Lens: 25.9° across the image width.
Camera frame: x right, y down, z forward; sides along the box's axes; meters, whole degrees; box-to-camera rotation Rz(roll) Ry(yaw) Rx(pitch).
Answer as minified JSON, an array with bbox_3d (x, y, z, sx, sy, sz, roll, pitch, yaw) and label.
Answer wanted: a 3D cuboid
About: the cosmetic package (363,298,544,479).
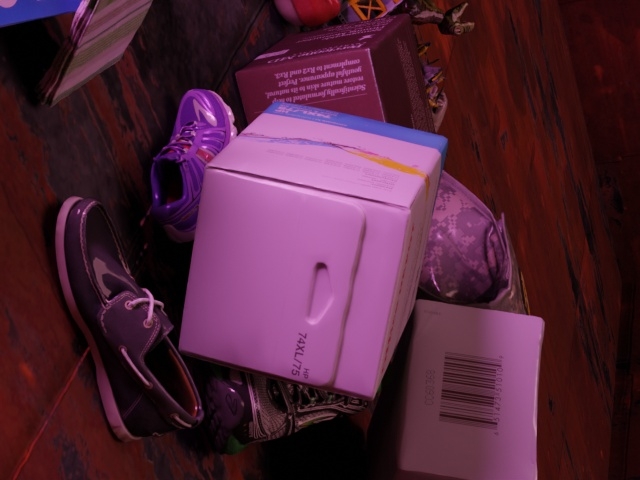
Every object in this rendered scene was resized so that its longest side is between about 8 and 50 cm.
[{"bbox_3d":[0.141,0.256,1.642,0.385,0.156,0.217,100,-2,-61],"label":"cosmetic package"}]

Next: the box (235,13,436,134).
[{"bbox_3d":[0.024,-0.159,1.658,0.203,0.169,0.167,-51,130,-64],"label":"box"}]

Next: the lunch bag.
[{"bbox_3d":[0.164,0.056,1.742,0.287,0.169,0.235,42,-17,37],"label":"lunch bag"}]

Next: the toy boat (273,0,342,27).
[{"bbox_3d":[0.002,-0.380,1.698,0.151,0.151,0.231,-76,151,-45],"label":"toy boat"}]

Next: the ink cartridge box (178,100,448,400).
[{"bbox_3d":[0.000,0.000,1.387,0.270,0.197,0.198,-56,158,-69],"label":"ink cartridge box"}]

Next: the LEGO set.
[{"bbox_3d":[0.147,-0.286,1.887,0.192,0.255,0.331,52,9,-4],"label":"LEGO set"}]

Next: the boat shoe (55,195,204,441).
[{"bbox_3d":[-0.164,0.065,1.207,0.084,0.079,0.233,-55,133,-59],"label":"boat shoe"}]

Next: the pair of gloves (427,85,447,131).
[{"bbox_3d":[0.136,-0.111,2.011,0.240,0.042,0.204,-64,171,-52],"label":"pair of gloves"}]

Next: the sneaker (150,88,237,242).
[{"bbox_3d":[-0.129,-0.083,1.368,0.071,0.068,0.169,47,41,-49],"label":"sneaker"}]

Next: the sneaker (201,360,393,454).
[{"bbox_3d":[-0.022,0.136,1.467,0.343,0.146,0.134,-17,99,-69],"label":"sneaker"}]

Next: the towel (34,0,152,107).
[{"bbox_3d":[-0.177,-0.185,1.153,0.023,0.152,0.113,41,44,3],"label":"towel"}]

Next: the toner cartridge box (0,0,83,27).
[{"bbox_3d":[-0.264,-0.237,1.036,0.348,0.075,0.165,-40,121,-66],"label":"toner cartridge box"}]
